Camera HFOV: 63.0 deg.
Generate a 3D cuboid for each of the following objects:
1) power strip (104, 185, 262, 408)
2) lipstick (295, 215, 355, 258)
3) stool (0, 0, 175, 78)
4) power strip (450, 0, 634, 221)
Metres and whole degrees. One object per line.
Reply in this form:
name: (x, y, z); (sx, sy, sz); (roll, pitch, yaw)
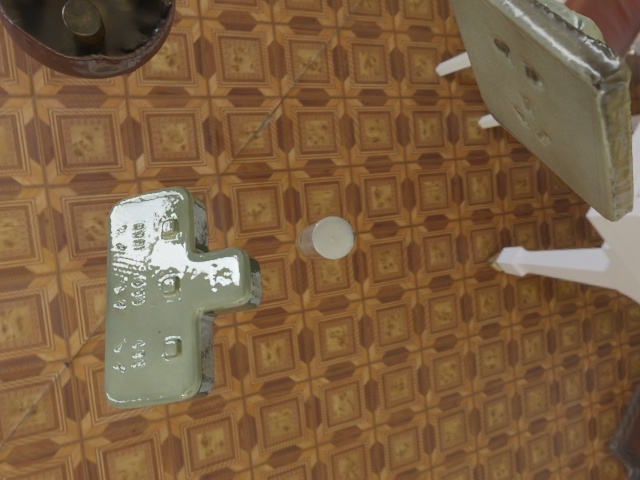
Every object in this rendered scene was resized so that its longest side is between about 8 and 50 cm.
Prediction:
power strip: (-0.168, 0.060, 0.637); (0.194, 0.059, 0.264); (-11, 71, 13)
lipstick: (0.000, 0.000, 0.799); (0.059, 0.264, 0.059); (0, 88, -7)
stool: (-0.349, -0.393, 0.762); (0.272, 0.178, 0.271); (1, 88, -18)
power strip: (0.192, -0.131, 0.421); (0.065, 0.198, 0.213); (-38, 145, 10)
